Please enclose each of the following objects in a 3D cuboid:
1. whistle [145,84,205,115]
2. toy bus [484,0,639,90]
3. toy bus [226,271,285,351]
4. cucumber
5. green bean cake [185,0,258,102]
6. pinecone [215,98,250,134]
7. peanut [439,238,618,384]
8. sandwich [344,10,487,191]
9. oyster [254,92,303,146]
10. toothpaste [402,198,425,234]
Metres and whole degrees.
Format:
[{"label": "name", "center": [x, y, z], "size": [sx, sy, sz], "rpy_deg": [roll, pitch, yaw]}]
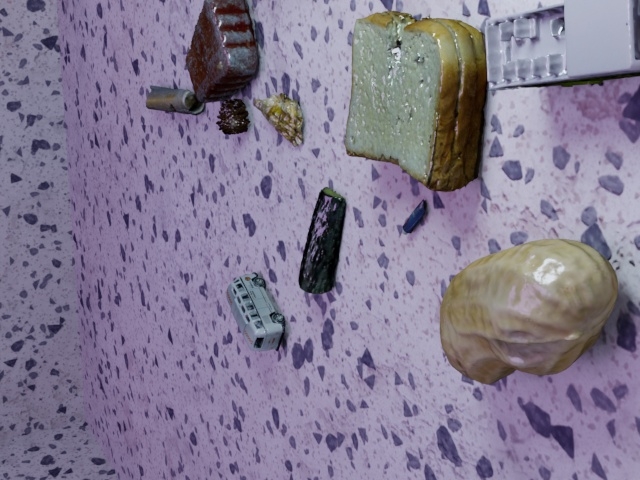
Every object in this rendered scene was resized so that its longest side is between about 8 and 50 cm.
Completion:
[{"label": "whistle", "center": [-0.386, -0.366, 2.436], "size": [0.326, 0.057, 0.067], "rpy_deg": [21, 114, 59]}, {"label": "toy bus", "center": [0.307, -0.229, 1.079], "size": [0.302, 0.139, 0.113], "rpy_deg": [8, 103, 63]}, {"label": "toy bus", "center": [-0.152, 0.162, 2.129], "size": [0.193, 0.089, 0.087], "rpy_deg": [61, 146, 35]}, {"label": "cucumber", "center": [-0.003, 0.000, 1.823], "size": [0.078, 0.062, 0.211], "rpy_deg": [46, 137, 48]}, {"label": "green bean cake", "center": [-0.220, -0.422, 2.060], "size": [0.233, 0.097, 0.198], "rpy_deg": [-37, 68, 60]}, {"label": "pinecone", "center": [-0.194, -0.277, 2.089], "size": [0.077, 0.077, 0.083], "rpy_deg": [127, 152, -54]}, {"label": "peanut", "center": [0.266, 0.092, 1.255], "size": [0.174, 0.158, 0.340], "rpy_deg": [51, 158, -8]}, {"label": "sandwich", "center": [0.144, -0.224, 1.441], "size": [0.273, 0.095, 0.248], "rpy_deg": [31, 122, 57]}, {"label": "oyster", "center": [-0.072, -0.254, 1.907], "size": [0.122, 0.045, 0.146], "rpy_deg": [-38, 65, 44]}, {"label": "toothpaste", "center": [0.157, -0.036, 1.557], "size": [0.083, 0.019, 0.027], "rpy_deg": [121, 156, -50]}]
